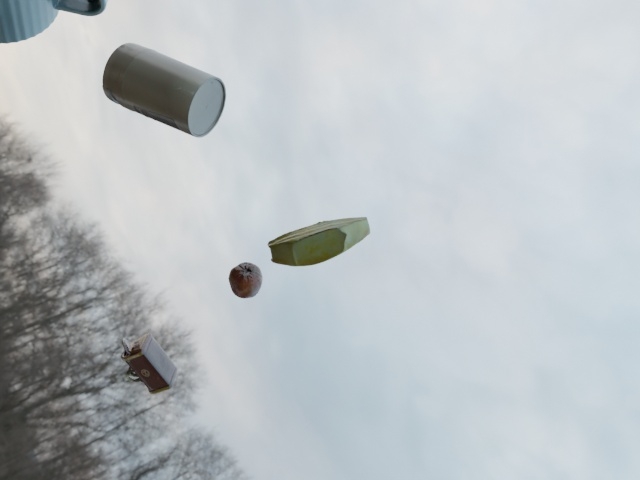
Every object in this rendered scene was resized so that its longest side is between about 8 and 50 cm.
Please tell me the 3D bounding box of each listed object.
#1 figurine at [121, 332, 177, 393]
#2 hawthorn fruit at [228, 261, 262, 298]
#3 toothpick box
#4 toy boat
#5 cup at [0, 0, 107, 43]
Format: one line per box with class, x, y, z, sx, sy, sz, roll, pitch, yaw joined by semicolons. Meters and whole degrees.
figurine;-0.413;0.285;1.522;0.154;0.098;0.082;56;16;-20
hawthorn fruit;-0.151;0.084;1.343;0.077;0.077;0.077;42;-36;40
toothpick box;-0.264;-0.255;1.111;0.181;0.111;0.111;25;-42;17
toy boat;0.000;0.000;1.070;0.066;0.172;0.065;-122;-162;-71
cup;-0.574;-0.554;1.192;0.256;0.331;0.311;63;-25;15
